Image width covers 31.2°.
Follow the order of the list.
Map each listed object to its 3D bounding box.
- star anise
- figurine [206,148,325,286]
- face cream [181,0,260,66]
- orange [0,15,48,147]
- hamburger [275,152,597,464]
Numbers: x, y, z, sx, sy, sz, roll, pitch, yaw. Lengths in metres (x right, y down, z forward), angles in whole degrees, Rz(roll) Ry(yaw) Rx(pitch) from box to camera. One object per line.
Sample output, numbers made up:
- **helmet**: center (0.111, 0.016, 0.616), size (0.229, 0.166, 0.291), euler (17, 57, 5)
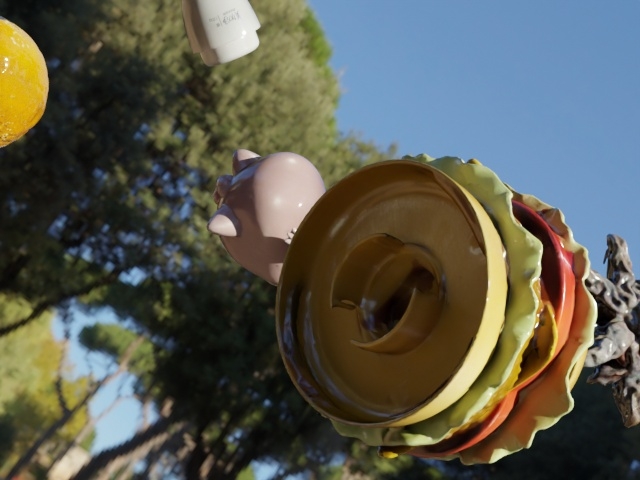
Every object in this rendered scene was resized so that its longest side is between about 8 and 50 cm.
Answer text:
- **star anise**: center (0.441, 0.119, 1.630), size (0.212, 0.282, 0.129), euler (5, -24, -7)
- **figurine**: center (0.000, 0.000, 1.417), size (0.288, 0.176, 0.186), euler (13, -45, -9)
- **face cream**: center (-0.125, -0.271, 1.422), size (0.091, 0.091, 0.095), euler (3, -61, 53)
- **orange**: center (-0.412, -0.188, 1.351), size (0.178, 0.155, 0.177), euler (-6, -47, -6)
- **hamburger**: center (0.113, 0.066, 1.026), size (0.274, 0.274, 0.212), euler (10, -7, 46)
